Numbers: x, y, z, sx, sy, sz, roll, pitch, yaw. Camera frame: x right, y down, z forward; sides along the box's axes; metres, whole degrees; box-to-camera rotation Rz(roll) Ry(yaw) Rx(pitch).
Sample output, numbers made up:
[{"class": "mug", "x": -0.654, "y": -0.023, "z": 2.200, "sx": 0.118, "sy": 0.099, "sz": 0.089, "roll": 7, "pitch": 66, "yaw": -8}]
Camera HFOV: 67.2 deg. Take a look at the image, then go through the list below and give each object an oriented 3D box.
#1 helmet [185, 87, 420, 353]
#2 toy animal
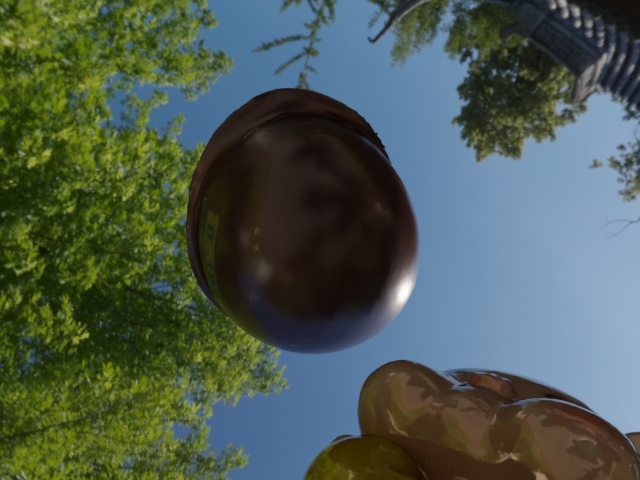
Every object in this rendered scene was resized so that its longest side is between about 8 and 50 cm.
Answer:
[{"class": "helmet", "x": 0.000, "y": 0.000, "z": 0.641, "sx": 0.338, "sy": 0.384, "sz": 0.230, "roll": -4, "pitch": -161, "yaw": -17}, {"class": "toy animal", "x": 0.143, "y": 0.199, "z": 0.343, "sx": 0.247, "sy": 0.277, "sz": 0.345, "roll": -46, "pitch": -145, "yaw": -13}]
